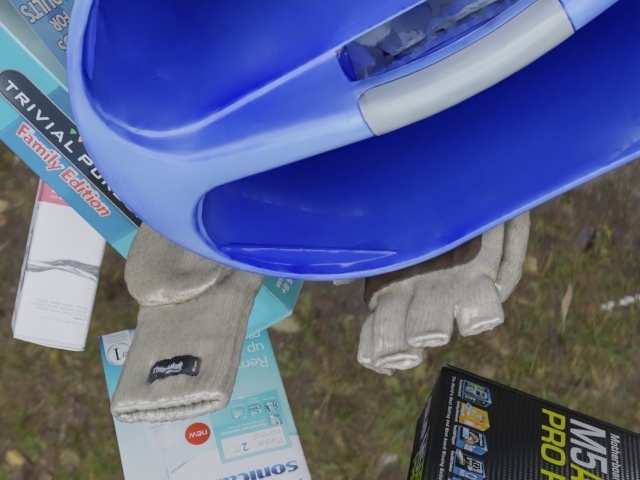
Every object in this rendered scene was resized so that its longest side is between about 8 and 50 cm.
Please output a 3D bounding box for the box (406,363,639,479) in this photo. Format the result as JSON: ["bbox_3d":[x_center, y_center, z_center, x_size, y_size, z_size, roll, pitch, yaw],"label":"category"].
[{"bbox_3d":[0.160,0.212,0.821,0.216,0.270,0.060,20,121,1],"label":"box"}]

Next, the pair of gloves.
[{"bbox_3d":[0.000,0.000,0.693,0.240,0.204,0.042,-17,137,19],"label":"pair of gloves"}]

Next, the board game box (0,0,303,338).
[{"bbox_3d":[-0.123,-0.125,0.901,0.079,0.254,0.336,-29,116,34],"label":"board game box"}]

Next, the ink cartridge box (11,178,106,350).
[{"bbox_3d":[-0.324,0.019,1.550,0.092,0.158,0.218,10,89,-15],"label":"ink cartridge box"}]

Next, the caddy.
[{"bbox_3d":[0.050,-0.118,0.561,0.341,0.179,0.241,-27,128,13],"label":"caddy"}]

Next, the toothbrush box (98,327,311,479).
[{"bbox_3d":[-0.144,0.244,1.544,0.216,0.295,0.126,-12,143,-8],"label":"toothbrush box"}]
